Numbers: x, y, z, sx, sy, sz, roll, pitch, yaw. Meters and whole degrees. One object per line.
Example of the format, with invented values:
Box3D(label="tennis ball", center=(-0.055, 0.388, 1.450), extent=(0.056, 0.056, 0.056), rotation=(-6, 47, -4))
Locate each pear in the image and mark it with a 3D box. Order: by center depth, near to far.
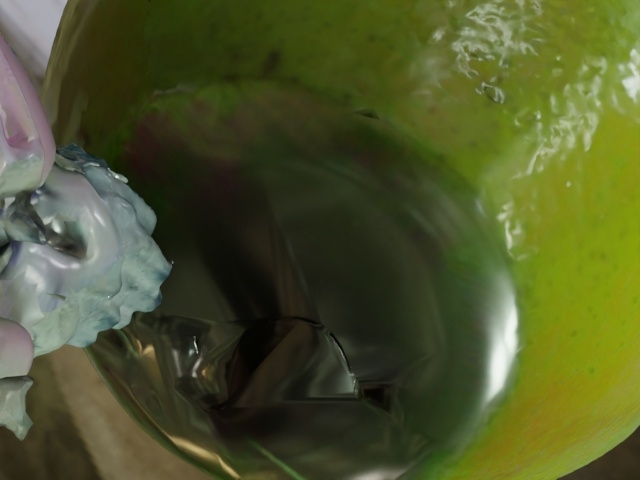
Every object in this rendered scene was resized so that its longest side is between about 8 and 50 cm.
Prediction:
Box3D(label="pear", center=(0.002, 0.004, 0.746), extent=(0.399, 0.399, 0.165), rotation=(-28, -165, 40))

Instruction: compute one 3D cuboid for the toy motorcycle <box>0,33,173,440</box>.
Box3D(label="toy motorcycle", center=(-0.116, 0.030, 0.382), extent=(0.108, 0.204, 0.239), rotation=(36, -69, 37))
